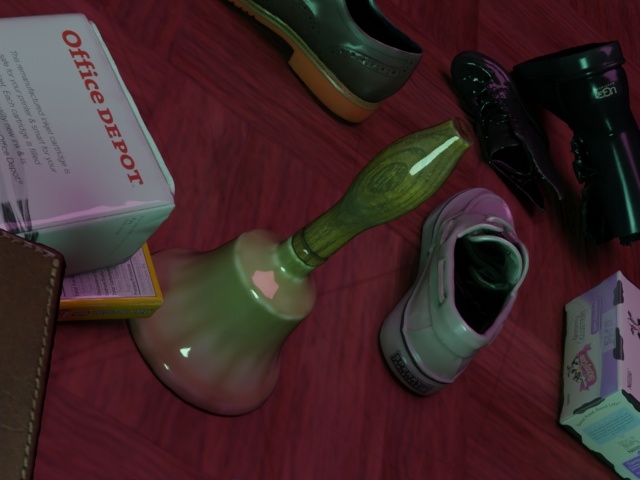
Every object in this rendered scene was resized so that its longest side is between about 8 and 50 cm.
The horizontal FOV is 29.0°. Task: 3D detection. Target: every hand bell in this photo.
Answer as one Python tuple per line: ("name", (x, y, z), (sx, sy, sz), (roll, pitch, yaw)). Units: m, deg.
("hand bell", (0.000, 0.000, 0.761), (0.126, 0.242, 0.126), (29, 41, -29))

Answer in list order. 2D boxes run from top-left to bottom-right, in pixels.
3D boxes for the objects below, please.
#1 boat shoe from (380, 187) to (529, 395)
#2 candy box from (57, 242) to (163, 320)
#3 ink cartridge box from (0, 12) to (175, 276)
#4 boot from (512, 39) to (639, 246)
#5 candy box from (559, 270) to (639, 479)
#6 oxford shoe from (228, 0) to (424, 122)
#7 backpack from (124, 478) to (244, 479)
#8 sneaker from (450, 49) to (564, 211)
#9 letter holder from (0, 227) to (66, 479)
("boat shoe", (0.128, 0.021, 1.026), (0.096, 0.088, 0.267), (48, 34, -5))
("candy box", (-0.173, -0.044, 0.779), (0.105, 0.027, 0.206), (-1, 59, -35))
("ink cartridge box", (-0.198, -0.044, 0.683), (0.190, 0.082, 0.140), (-12, 67, -41))
("boot", (0.285, -0.102, 1.318), (0.246, 0.094, 0.207), (-115, -170, -82))
("candy box", (0.311, 0.151, 1.135), (0.196, 0.070, 0.165), (40, 36, -18))
("oxford shoe", (-0.020, -0.233, 1.077), (0.271, 0.098, 0.097), (45, 35, -9))
("backpack", (-0.036, 0.248, 0.555), (0.253, 0.191, 0.225), (44, 34, -20))
("sneaker", (0.187, -0.113, 1.249), (0.170, 0.051, 0.089), (50, 29, -9))
("letter holder", (-0.240, 0.116, 0.461), (0.214, 0.152, 0.302), (27, 41, -29))
